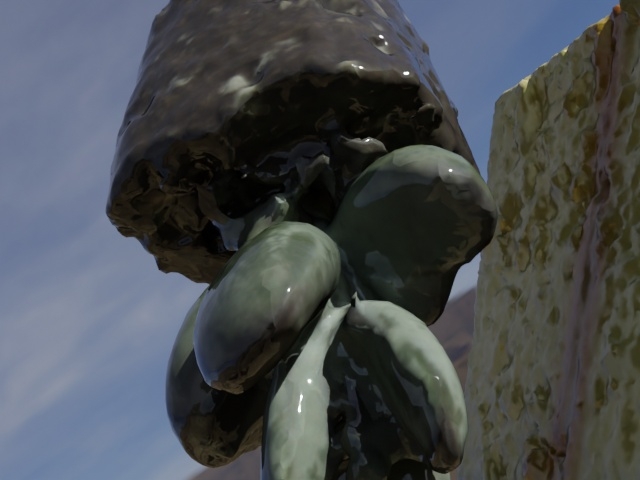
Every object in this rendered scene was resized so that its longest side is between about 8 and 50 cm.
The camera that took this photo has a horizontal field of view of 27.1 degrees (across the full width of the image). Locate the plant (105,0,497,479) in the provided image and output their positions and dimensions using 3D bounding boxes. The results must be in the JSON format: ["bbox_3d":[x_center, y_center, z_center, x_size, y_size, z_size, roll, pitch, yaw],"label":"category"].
[{"bbox_3d":[0.001,0.000,0.523,0.149,0.146,0.274,-36,33,19],"label":"plant"}]

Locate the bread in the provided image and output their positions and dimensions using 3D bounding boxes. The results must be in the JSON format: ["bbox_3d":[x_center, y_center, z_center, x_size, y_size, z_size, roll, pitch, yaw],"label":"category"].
[{"bbox_3d":[0.191,0.000,0.576,0.198,0.236,0.263,3,-10,-15],"label":"bread"}]
